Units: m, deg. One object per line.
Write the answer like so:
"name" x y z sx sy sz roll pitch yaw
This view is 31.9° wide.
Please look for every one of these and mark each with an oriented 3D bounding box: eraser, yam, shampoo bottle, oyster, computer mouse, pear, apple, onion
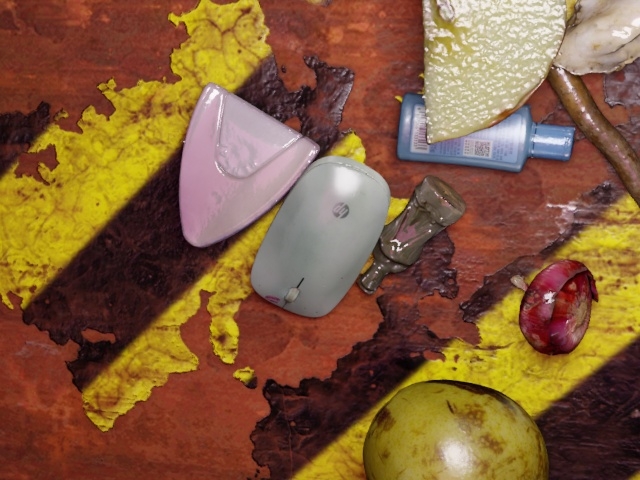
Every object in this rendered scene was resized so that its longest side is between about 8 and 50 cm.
"eraser" -0.144 -0.099 1.768 0.204 0.059 0.243 32 105 2
"yam" 0.432 -0.129 1.643 0.327 0.045 0.045 55 152 -5
"shampoo bottle" 0.246 -0.157 1.667 0.258 0.061 0.104 8 100 11
"oyster" 0.464 -0.362 1.545 0.166 0.110 0.341 33 111 9
"computer mouse" 0.000 0.002 1.724 0.159 0.097 0.288 25 113 -9
"pear" 0.204 0.337 1.701 0.283 0.283 0.284 3 105 12
"apple" 0.209 -0.314 1.557 0.179 0.254 0.346 -14 109 -30
"onion" 0.338 0.093 1.693 0.140 0.150 0.150 22 111 41

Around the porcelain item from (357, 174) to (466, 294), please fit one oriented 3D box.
"porcelain item" 0.127 -0.001 1.737 0.081 0.069 0.216 40 113 -5
